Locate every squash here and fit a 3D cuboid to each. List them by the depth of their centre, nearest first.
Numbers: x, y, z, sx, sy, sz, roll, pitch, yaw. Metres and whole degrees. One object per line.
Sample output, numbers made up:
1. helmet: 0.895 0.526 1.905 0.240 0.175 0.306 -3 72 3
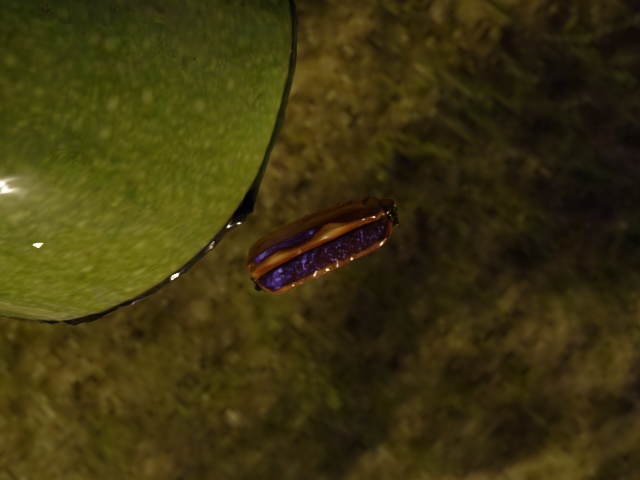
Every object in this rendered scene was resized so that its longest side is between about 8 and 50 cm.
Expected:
1. squash: -0.198 -0.117 0.929 0.310 0.310 0.309 -52 164 6

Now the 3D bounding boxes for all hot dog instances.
1. hot dog: 0.000 0.000 1.274 0.122 0.037 0.049 -24 125 18
